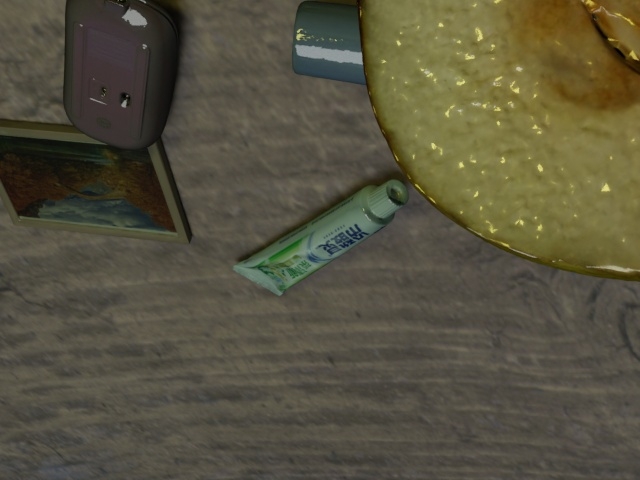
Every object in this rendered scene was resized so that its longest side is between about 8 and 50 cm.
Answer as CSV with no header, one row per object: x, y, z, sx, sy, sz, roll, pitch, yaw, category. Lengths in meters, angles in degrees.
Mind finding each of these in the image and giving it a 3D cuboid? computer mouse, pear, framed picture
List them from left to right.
-0.291,-0.071,1.366,0.250,0.016,0.184,7,140,15,framed picture
-0.210,-0.181,1.166,0.120,0.057,0.232,19,145,0,computer mouse
0.204,-0.142,0.871,0.386,0.340,0.191,53,-178,12,pear

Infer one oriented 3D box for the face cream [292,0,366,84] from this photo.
0.167,-0.159,1.018,0.385,0.086,0.135,9,126,7,face cream

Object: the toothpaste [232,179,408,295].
0.000,0.000,1.313,0.075,0.048,0.297,32,144,-21,toothpaste
